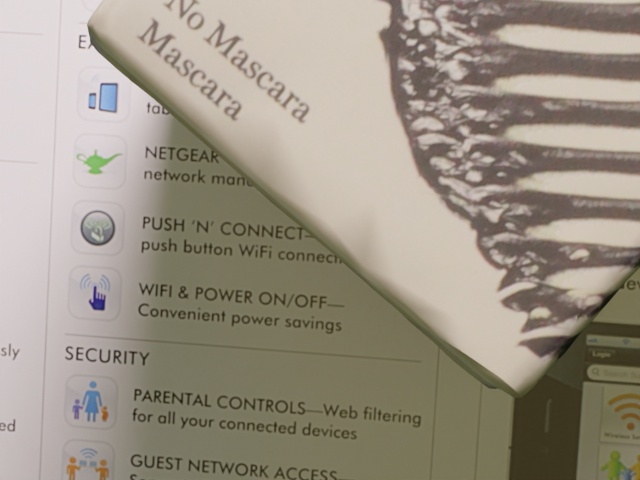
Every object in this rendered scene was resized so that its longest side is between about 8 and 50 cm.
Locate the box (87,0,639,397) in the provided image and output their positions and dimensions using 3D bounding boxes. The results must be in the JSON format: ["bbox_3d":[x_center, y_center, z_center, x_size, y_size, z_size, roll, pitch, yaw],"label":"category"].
[{"bbox_3d":[0.087,-0.109,0.360,0.113,0.094,0.275,40,99,3],"label":"box"}]

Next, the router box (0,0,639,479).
[{"bbox_3d":[0.000,0.000,0.471,0.335,0.082,0.301,5,96,6],"label":"router box"}]
